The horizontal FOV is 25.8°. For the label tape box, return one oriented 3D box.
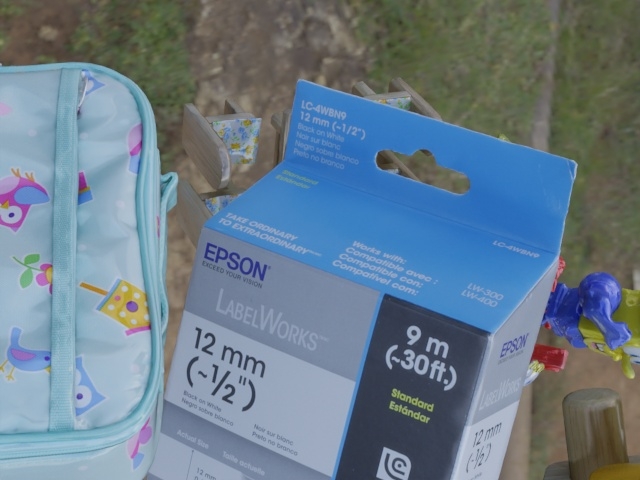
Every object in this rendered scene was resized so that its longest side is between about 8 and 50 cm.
[{"bbox_3d":[0.022,0.077,1.043,0.115,0.249,0.348,-13,119,-59],"label":"label tape box"}]

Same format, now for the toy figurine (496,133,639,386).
[{"bbox_3d":[0.295,0.046,1.411,0.362,0.217,0.191,52,52,-62],"label":"toy figurine"}]

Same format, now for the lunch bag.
[{"bbox_3d":[-0.193,0.016,0.814,0.224,0.108,0.279,-4,57,-4],"label":"lunch bag"}]

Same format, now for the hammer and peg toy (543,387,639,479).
[{"bbox_3d":[0.287,0.150,0.716,0.266,0.361,0.127,-35,118,-73],"label":"hammer and peg toy"}]

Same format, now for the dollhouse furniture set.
[{"bbox_3d":[0.000,0.000,1.233,0.212,0.161,0.242,-9,126,-24],"label":"dollhouse furniture set"}]
